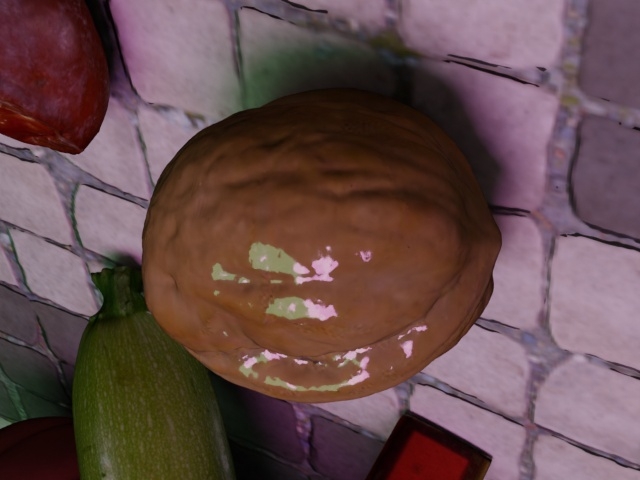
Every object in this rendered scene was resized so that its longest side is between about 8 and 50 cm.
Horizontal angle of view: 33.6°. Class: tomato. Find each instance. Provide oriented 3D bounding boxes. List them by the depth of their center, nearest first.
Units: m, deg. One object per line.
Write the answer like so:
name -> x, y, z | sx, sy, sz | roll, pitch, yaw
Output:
tomato -> -0.175, -0.112, 0.545 | 0.139, 0.091, 0.159 | 17, 168, 39

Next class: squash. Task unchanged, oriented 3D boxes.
squash -> -0.097, 0.211, 0.692 | 0.107, 0.107, 0.395 | -22, 76, 50

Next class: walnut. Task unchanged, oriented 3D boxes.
walnut -> 0.000, 0.000, 0.485 | 0.166, 0.149, 0.166 | 3, 162, 1

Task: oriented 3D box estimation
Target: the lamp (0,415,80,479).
lamp -> -0.198, 0.291, 0.856 | 0.303, 0.257, 0.303 | 19, 119, 40

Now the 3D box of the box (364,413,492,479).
box -> 0.031, 0.241, 0.718 | 0.074, 0.153, 0.240 | 31, 144, 14
